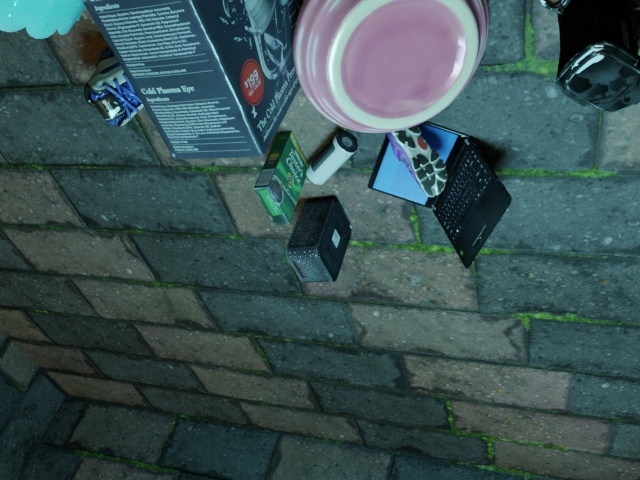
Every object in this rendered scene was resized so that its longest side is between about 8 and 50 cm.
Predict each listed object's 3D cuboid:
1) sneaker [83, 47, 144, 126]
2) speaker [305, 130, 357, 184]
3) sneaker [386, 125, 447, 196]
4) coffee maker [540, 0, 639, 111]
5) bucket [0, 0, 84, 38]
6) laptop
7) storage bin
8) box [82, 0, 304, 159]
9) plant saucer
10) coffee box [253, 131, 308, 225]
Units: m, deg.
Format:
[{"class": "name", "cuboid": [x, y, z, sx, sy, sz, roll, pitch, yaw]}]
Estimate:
[{"class": "sneaker", "cuboid": [-0.355, -0.313, 1.277, 0.316, 0.182, 0.127, -4, 137, 28]}, {"class": "speaker", "cuboid": [0.023, -0.177, 1.380, 0.055, 0.055, 0.136, 32, 141, -15]}, {"class": "sneaker", "cuboid": [0.189, -0.163, 1.258, 0.169, 0.068, 0.071, 61, 163, 4]}, {"class": "coffee maker", "cuboid": [0.408, -0.297, 0.967, 0.171, 0.178, 0.120, 14, 141, 8]}, {"class": "bucket", "cuboid": [-0.483, -0.499, 1.044, 0.281, 0.281, 0.183, 37, 130, -20]}, {"class": "laptop", "cuboid": [0.234, -0.099, 1.315, 0.137, 0.264, 0.234, -12, 147, -20]}, {"class": "storage bin", "cuboid": [0.000, 0.000, 1.501, 0.085, 0.180, 0.122, -3, 137, 28]}, {"class": "box", "cuboid": [-0.159, -0.356, 1.009, 0.179, 0.343, 0.312, 1, 139, 25]}, {"class": "plant saucer", "cuboid": [0.124, -0.310, 1.037, 0.333, 0.084, 0.332, -9, 132, -10]}, {"class": "coffee box", "cuboid": [-0.080, -0.136, 1.370, 0.041, 0.184, 0.113, -5, 134, 25]}]
